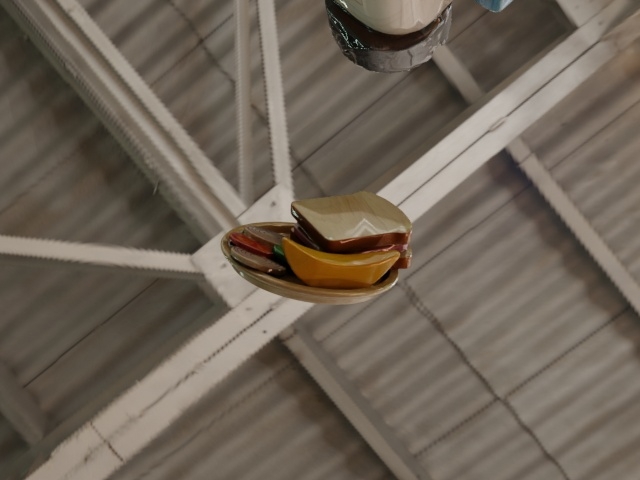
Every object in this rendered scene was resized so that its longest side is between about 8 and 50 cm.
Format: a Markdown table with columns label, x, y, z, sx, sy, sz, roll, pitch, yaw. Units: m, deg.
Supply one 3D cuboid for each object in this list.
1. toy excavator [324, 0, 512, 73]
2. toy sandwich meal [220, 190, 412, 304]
| label | x | y | z | sx | sy | sz | roll | pitch | yaw |
| --- | --- | --- | --- | --- | --- | --- | --- | --- | --- |
| toy excavator | 0.170 | -0.334 | 0.854 | 0.445 | 0.222 | 0.433 | -45 | -107 | -6 |
| toy sandwich meal | 0.000 | 0.000 | 0.461 | 0.085 | 0.085 | 0.029 | 7 | -69 | -11 |
